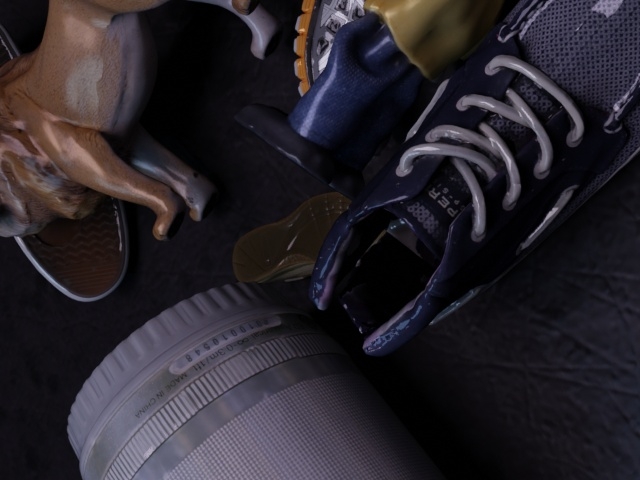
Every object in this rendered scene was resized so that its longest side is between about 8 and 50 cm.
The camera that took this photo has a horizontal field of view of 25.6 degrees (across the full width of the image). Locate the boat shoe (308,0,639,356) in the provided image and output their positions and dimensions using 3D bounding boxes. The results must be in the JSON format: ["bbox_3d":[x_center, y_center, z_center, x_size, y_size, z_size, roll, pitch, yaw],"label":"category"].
[{"bbox_3d":[0.120,-0.059,0.863,0.127,0.158,0.340,40,126,11],"label":"boat shoe"}]

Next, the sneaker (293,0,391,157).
[{"bbox_3d":[0.036,-0.165,0.998,0.083,0.084,0.215,3,98,38],"label":"sneaker"}]

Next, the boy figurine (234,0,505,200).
[{"bbox_3d":[0.063,-0.164,0.903,0.092,0.177,0.285,36,96,26],"label":"boy figurine"}]

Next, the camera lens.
[{"bbox_3d":[-0.030,0.194,1.017,0.274,0.219,0.219,51,127,26],"label":"camera lens"}]

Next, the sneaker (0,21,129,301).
[{"bbox_3d":[-0.258,-0.077,1.302,0.290,0.106,0.123,63,173,3],"label":"sneaker"}]

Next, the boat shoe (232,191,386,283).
[{"bbox_3d":[0.000,0.002,1.089,0.153,0.048,0.056,-24,68,36],"label":"boat shoe"}]

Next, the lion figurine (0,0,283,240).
[{"bbox_3d":[-0.175,-0.145,1.109,0.240,0.142,0.392,31,118,9],"label":"lion figurine"}]
